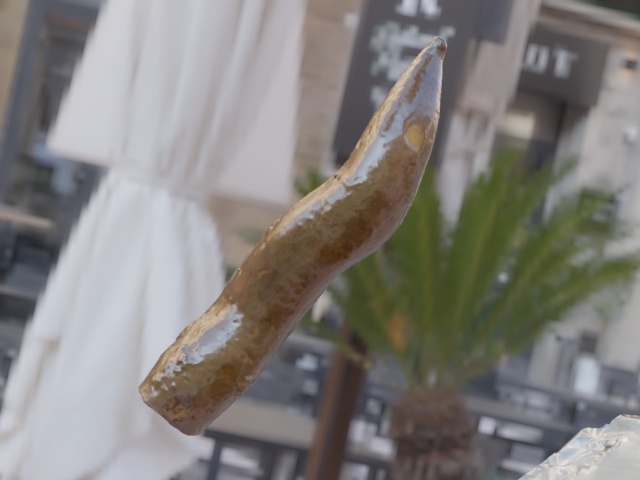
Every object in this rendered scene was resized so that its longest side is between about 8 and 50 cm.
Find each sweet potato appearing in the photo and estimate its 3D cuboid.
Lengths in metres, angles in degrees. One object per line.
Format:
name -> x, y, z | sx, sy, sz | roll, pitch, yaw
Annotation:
sweet potato -> 0.000, 0.000, 1.182 | 0.059, 0.281, 0.067 | 41, 5, -9

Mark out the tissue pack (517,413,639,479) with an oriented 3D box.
tissue pack -> 0.216, 0.308, 0.934 | 0.417, 0.253, 0.264 | 57, -14, -10
